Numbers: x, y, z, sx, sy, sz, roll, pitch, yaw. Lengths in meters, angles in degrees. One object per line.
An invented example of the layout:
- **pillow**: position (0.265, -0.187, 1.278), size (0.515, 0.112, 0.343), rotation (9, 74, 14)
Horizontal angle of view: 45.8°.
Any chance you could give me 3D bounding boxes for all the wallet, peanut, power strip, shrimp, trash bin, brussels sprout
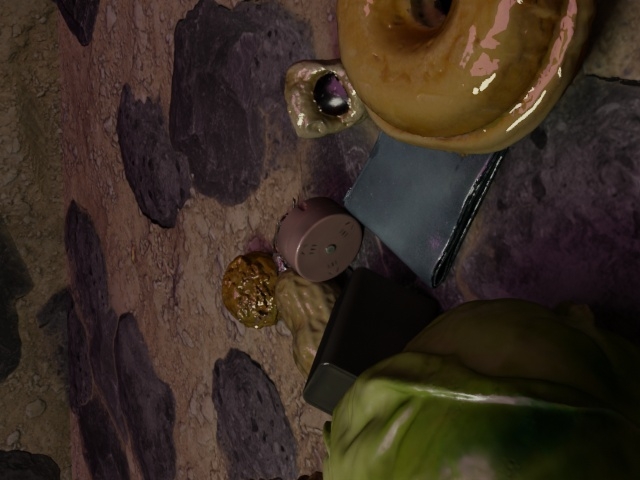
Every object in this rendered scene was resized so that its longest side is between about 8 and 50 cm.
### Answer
- **wallet**: position (0.164, -0.101, 1.274), size (0.251, 0.054, 0.290), rotation (46, 129, 37)
- **peanut**: position (0.007, 0.177, 1.465), size (0.152, 0.152, 0.313), rotation (-52, 54, 44)
- **power strip**: position (0.000, 0.000, 1.433), size (0.078, 0.154, 0.154), rotation (42, 128, 44)
- **shrimp**: position (-0.064, 0.000, 1.590), size (0.073, 0.074, 0.190), rotation (-114, 36, -77)
- **trash bin**: position (0.080, 0.179, 1.242), size (0.164, 0.240, 0.122), rotation (28, 127, 1)
- **brussels sprout**: position (0.226, 0.251, 0.918), size (0.342, 0.425, 0.361), rotation (53, 167, 3)

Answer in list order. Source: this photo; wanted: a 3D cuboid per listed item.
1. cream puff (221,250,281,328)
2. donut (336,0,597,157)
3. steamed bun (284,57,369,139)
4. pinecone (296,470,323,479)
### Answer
- **cream puff**: position (-0.151, 0.115, 1.677), size (0.189, 0.129, 0.189), rotation (20, 114, 53)
- **donut**: position (0.191, -0.328, 1.066), size (0.449, 0.198, 0.449), rotation (7, 99, 52)
- **steamed bun**: position (0.039, -0.265, 1.340), size (0.155, 0.172, 0.141), rotation (-9, 101, 36)
- **pinecone**: position (0.055, 0.622, 1.328), size (0.397, 0.397, 0.398), rotation (14, 107, 52)
